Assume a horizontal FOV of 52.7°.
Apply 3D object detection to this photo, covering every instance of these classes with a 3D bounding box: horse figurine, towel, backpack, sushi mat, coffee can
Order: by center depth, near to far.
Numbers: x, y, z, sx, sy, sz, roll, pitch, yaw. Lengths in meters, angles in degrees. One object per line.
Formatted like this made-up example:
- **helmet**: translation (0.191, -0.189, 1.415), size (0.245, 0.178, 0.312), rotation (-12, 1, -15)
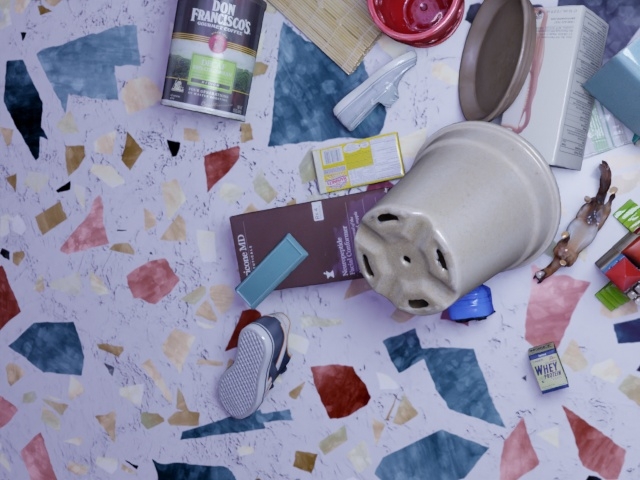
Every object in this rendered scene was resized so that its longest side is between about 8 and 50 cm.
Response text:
- **horse figurine**: translation (0.525, -0.026, 1.304), size (0.066, 0.174, 0.263), rotation (32, 90, 22)
- **towel**: translation (0.583, -0.240, 1.325), size (0.152, 0.023, 0.113), rotation (-18, 89, 19)
- **backpack**: translation (0.316, 0.127, 1.390), size (0.098, 0.120, 0.101), rotation (-15, 90, 20)
- **coffee can**: translation (-0.247, -0.429, 1.493), size (0.202, 0.201, 0.275), rotation (14, 99, 17)
- **sushi mat**: translation (0.005, -0.542, 1.495), size (0.316, 0.019, 0.151), rotation (45, 107, 11)

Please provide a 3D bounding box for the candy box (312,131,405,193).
- **candy box**: translation (0.088, -0.177, 1.492), size (0.206, 0.027, 0.105), rotation (-10, 93, 19)

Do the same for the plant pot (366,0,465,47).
- **plant pot**: translation (0.207, -0.497, 1.350), size (0.191, 0.174, 0.191), rotation (1, 94, 18)

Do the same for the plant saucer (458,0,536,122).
- **plant saucer**: translation (0.349, -0.365, 1.284), size (0.041, 0.278, 0.277), rotation (8, 97, -12)

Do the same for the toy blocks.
- **toy blocks**: translation (0.662, -0.010, 1.191), size (0.191, 0.261, 0.381), rotation (46, 106, 10)

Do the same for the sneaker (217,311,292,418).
- **sneaker**: translation (-0.148, 0.304, 1.566), size (0.126, 0.127, 0.321), rotation (40, 130, 18)

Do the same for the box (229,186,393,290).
- **box**: translation (0.000, 0.000, 1.478), size (0.382, 0.143, 0.191), rotation (-10, 92, 21)

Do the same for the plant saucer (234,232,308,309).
- **plant saucer**: translation (-0.114, 0.072, 1.442), size (0.067, 0.018, 0.192), rotation (47, 109, 8)

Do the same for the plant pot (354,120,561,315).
- **plant pot**: translation (0.240, -0.022, 1.238), size (0.334, 0.305, 0.333), rotation (24, 130, 31)

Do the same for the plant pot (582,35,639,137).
- **plant pot**: translation (0.645, -0.269, 1.084), size (0.248, 0.247, 0.252), rotation (-39, 86, 8)

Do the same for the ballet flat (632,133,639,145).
- **ballet flat**: translation (0.672, -0.255, 1.268), size (0.052, 0.057, 0.168), rotation (26, 91, 1)

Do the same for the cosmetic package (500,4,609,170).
- **cosmetic package**: translation (0.458, -0.295, 1.282), size (0.129, 0.153, 0.296), rotation (14, 97, 40)

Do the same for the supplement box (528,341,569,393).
- **supplement box**: translation (0.481, 0.267, 1.365), size (0.056, 0.083, 0.083), rotation (-21, 86, 18)

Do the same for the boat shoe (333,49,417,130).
- **boat shoe**: translation (0.135, -0.330, 1.445), size (0.227, 0.079, 0.081), rotation (-36, 92, 22)
